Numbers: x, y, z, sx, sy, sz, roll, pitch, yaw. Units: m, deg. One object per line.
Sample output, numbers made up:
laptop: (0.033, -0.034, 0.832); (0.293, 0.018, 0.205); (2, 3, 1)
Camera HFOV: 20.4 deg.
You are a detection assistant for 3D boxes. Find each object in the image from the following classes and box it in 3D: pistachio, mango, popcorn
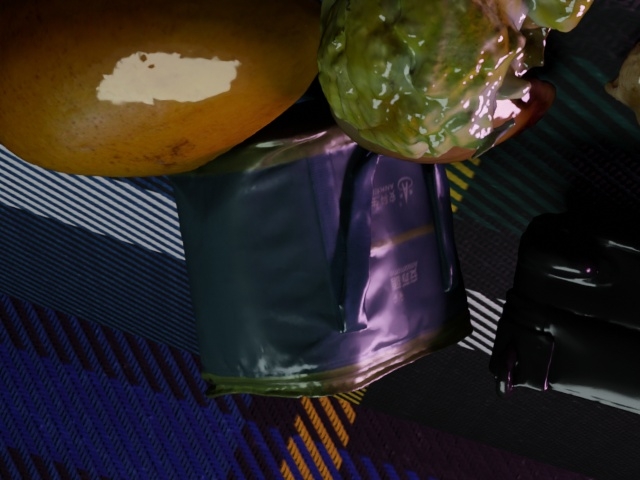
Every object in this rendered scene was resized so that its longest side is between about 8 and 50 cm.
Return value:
pistachio: (0.098, -0.124, 1.448); (0.210, 0.130, 0.165); (9, 175, -31)
mango: (-0.146, -0.155, 1.496); (0.350, 0.201, 0.199); (-5, -178, 37)
popcorn: (0.098, -0.155, 1.267); (0.212, 0.198, 0.198); (-17, 161, 0)

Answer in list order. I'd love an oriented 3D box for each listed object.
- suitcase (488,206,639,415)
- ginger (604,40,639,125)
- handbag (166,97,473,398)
suitcase: (0.354, 0.084, 1.679); (0.345, 0.188, 0.339); (14, -174, 16)
ginger: (0.334, -0.068, 1.478); (0.334, 0.081, 0.148); (34, 174, -41)
handbag: (0.000, 0.000, 1.619); (0.222, 0.241, 0.263); (-3, -166, 43)
